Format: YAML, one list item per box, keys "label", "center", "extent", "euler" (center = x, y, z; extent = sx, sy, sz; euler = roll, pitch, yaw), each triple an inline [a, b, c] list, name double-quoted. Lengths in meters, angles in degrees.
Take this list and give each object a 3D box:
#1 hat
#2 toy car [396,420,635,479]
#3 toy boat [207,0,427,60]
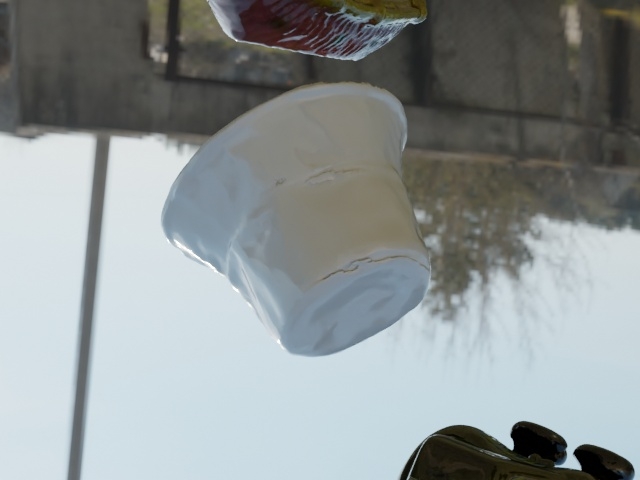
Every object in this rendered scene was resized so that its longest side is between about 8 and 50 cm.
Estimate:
- label: "hat"
  center: [0.000, 0.000, 0.845]
  extent: [0.203, 0.203, 0.126]
  euler: [2, -132, -40]
- label: "toy car"
  center: [0.154, 0.252, 1.123]
  extent: [0.198, 0.204, 0.248]
  euler: [30, 170, -34]
- label: "toy boat"
  center: [-0.005, -0.181, 0.884]
  extent: [0.141, 0.099, 0.318]
  euler: [20, -170, 23]
